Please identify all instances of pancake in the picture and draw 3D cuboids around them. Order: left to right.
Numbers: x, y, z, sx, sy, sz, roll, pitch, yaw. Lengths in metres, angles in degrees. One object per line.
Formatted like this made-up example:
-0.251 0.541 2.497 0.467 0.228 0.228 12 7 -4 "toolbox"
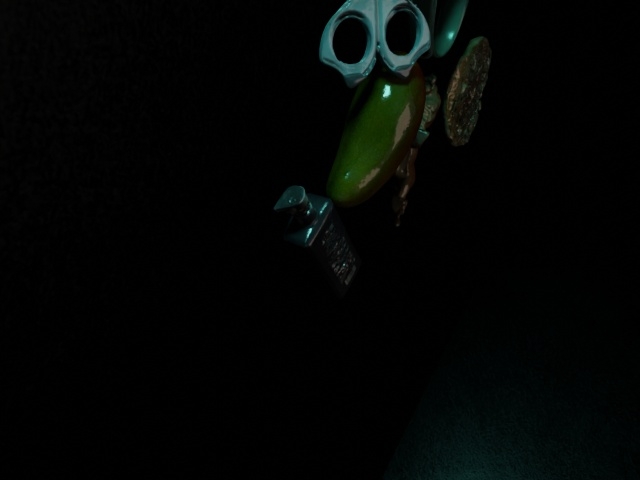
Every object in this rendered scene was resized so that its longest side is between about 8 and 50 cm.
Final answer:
0.380 -0.384 1.555 0.282 0.049 0.282 -43 144 -44 "pancake"

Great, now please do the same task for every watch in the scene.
0.232 -0.476 1.177 0.195 0.068 0.237 -59 157 -15 "watch"

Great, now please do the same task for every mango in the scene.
0.099 -0.189 1.052 0.146 0.129 0.288 -64 179 -82 "mango"

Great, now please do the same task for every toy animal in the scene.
0.185 -0.196 1.262 0.158 0.097 0.312 -26 133 -64 "toy animal"

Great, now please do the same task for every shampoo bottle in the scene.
0.000 -0.001 1.056 0.098 0.071 0.309 -60 153 -17 "shampoo bottle"

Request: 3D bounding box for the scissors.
0.080 -0.414 0.888 0.191 0.029 0.359 -13 117 -18 "scissors"
